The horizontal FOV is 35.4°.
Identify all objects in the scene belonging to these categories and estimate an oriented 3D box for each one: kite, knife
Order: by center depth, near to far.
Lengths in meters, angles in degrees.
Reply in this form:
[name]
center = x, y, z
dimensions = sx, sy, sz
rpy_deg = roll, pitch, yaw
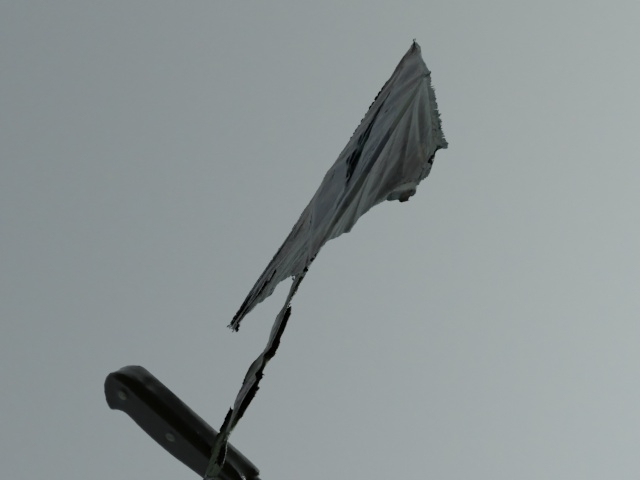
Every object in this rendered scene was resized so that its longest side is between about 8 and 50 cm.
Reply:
[knife]
center = -0.029, 0.163, 0.538
dimensions = 0.245, 0.072, 0.019
rpy_deg = 42, -145, 2
[kite]
center = 0.000, 0.000, 0.580
dimensions = 0.011, 0.335, 0.314
rpy_deg = 30, -117, -9
